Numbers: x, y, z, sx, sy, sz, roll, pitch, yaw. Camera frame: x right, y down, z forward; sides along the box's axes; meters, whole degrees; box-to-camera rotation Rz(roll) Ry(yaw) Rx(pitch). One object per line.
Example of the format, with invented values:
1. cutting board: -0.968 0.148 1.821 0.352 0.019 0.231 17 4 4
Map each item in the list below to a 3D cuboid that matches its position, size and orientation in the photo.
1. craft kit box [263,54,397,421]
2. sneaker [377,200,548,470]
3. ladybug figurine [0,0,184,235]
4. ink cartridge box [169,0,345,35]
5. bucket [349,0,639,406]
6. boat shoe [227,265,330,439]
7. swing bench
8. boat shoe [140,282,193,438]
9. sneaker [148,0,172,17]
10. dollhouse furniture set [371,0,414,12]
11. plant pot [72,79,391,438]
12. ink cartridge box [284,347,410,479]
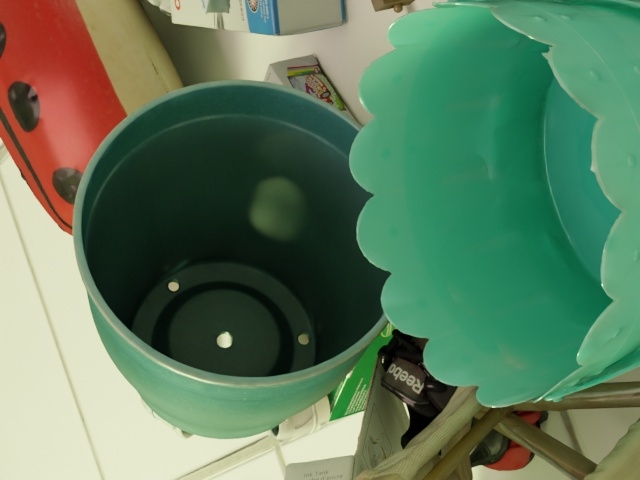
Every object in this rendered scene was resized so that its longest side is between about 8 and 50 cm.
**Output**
1. craft kit box: 0.000 0.000 1.637 0.246 0.061 0.250 58 146 30
2. sneaker: 0.114 0.071 1.401 0.097 0.135 0.276 32 128 51
3. ladybug figurine: -0.258 -0.157 1.837 0.449 0.162 0.305 57 160 24
4. ink cartridge box: -0.066 -0.264 1.600 0.191 0.082 0.139 15 115 54
5. bucket: 0.169 -0.039 1.202 0.281 0.183 0.281 26 122 50
6. boat shoe: -0.053 0.100 1.653 0.066 0.063 0.184 -28 80 60
7. swing bench: 0.146 0.185 1.203 0.255 0.253 0.165 14 118 26
8. boat shoe: -0.146 0.132 1.926 0.076 0.083 0.226 43 150 25
9. sneaker: -0.153 -0.290 1.763 0.083 0.071 0.190 -55 41 12
10. dollhouse furniture set: 0.086 -0.187 1.315 0.144 0.151 0.123 -30 78 60
11. plant pot: -0.076 0.045 1.493 0.271 0.272 0.255 62 161 21
12. ink cartridge box: 0.047 0.283 1.430 0.261 0.066 0.296 -78 -27 -51
